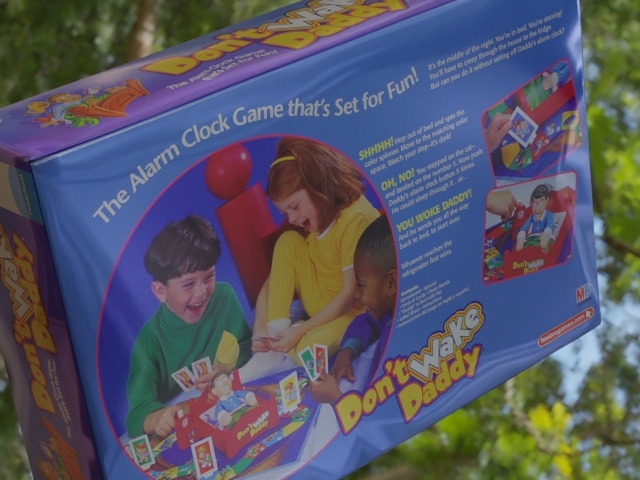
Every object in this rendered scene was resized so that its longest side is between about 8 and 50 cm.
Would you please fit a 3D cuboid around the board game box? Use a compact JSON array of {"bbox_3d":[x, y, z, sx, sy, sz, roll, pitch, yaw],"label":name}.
[{"bbox_3d":[0.000,0.000,0.803,0.347,0.233,0.078,-25,-151,-33],"label":"board game box"}]
